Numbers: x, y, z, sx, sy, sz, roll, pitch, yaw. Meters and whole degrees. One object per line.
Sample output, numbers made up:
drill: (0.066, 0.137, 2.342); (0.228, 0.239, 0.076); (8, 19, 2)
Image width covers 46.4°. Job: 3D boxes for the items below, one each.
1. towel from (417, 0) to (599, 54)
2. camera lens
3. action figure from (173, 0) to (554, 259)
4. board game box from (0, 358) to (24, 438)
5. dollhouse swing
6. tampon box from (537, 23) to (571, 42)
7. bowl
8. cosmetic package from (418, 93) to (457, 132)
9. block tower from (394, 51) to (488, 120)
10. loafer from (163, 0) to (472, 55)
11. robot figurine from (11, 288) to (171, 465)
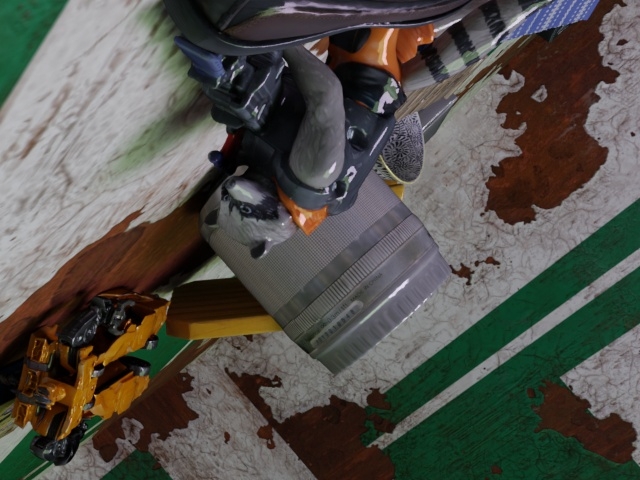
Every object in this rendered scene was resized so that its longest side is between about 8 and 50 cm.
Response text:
towel: (0.262, -0.333, 0.856); (0.335, 0.040, 0.243); (-22, 153, -34)
camera lens: (0.000, 0.000, 0.937); (0.219, 0.274, 0.219); (-41, 176, -4)
action figure: (0.020, -0.124, 0.601); (0.330, 0.178, 0.341); (-52, 177, 9)
board game box: (-0.422, 0.219, 0.922); (0.165, 0.042, 0.243); (-43, 176, 15)
dollhouse swing: (-0.074, 0.000, 1.230); (0.347, 0.304, 0.316); (-125, -133, -78)
tampon box: (0.343, -0.392, 1.055); (0.120, 0.101, 0.161); (-40, 161, -27)
bowl: (0.076, -0.155, 1.073); (0.080, 0.170, 0.170); (-14, -168, 33)
cosmetic package: (0.152, -0.215, 1.340); (0.127, 0.107, 0.238); (-44, 173, -2)
block tower: (0.116, -0.225, 0.975); (0.091, 0.097, 0.335); (-44, 174, 32)
loafer: (0.053, -0.182, 0.437); (0.302, 0.109, 0.095); (-30, -165, -33)
robot figurine: (-0.286, 0.157, 0.948); (0.291, 0.084, 0.211); (-18, 125, -78)
